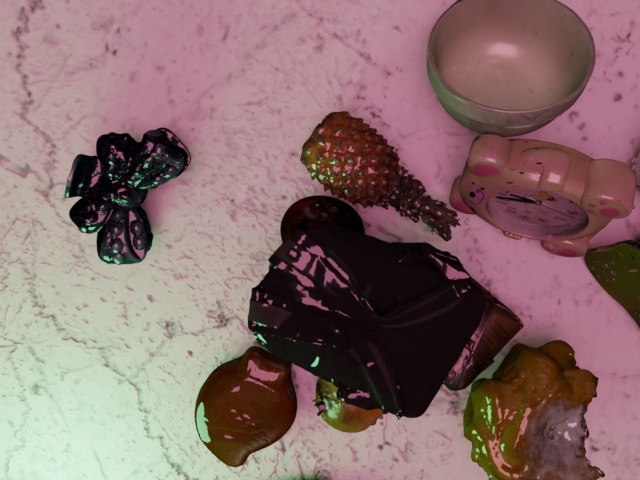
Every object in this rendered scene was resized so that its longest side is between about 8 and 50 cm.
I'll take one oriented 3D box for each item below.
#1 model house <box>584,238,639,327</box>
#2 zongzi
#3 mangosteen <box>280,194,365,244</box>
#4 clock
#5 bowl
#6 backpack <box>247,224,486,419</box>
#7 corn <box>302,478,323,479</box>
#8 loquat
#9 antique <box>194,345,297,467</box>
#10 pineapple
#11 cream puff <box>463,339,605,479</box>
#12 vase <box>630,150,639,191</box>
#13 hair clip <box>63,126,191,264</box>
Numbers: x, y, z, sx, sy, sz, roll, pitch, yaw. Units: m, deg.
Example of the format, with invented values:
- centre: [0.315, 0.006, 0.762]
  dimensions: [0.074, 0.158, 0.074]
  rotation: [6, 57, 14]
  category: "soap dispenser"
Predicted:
- centre: [0.725, 0.081, 1.383]
  dimensions: [0.154, 0.207, 0.294]
  rotation: [-41, 90, -13]
  category: "model house"
- centre: [0.284, 0.180, 1.444]
  dimensions: [0.242, 0.112, 0.221]
  rotation: [43, 81, 0]
  category: "zongzi"
- centre: [0.000, 0.000, 1.429]
  dimensions: [0.200, 0.200, 0.199]
  rotation: [1, 100, 4]
  category: "mangosteen"
- centre: [0.427, -0.091, 1.324]
  dimensions: [0.310, 0.284, 0.114]
  rotation: [17, 69, 5]
  category: "clock"
- centre: [0.359, -0.324, 1.301]
  dimensions: [0.308, 0.163, 0.307]
  rotation: [-3, 60, 4]
  category: "bowl"
- centre: [0.077, 0.144, 1.283]
  dimensions: [0.446, 0.255, 0.363]
  rotation: [21, 102, -16]
  category: "backpack"
- centre: [-0.107, 0.629, 1.580]
  dimensions: [0.293, 0.106, 0.106]
  rotation: [-15, 99, 4]
  category: "corn"
- centre: [0.080, 0.341, 1.486]
  dimensions: [0.205, 0.149, 0.172]
  rotation: [0, 100, -13]
  category: "loquat"
- centre: [-0.165, 0.373, 1.518]
  dimensions: [0.224, 0.129, 0.278]
  rotation: [20, 101, 1]
  category: "antique"
- centre: [0.131, -0.118, 1.388]
  dimensions: [0.361, 0.175, 0.175]
  rotation: [37, 101, -2]
  category: "pineapple"
- centre: [0.418, 0.374, 1.398]
  dimensions: [0.275, 0.270, 0.323]
  rotation: [-1, 93, -14]
  category: "cream puff"
- centre: [0.860, -0.098, 1.308]
  dimensions: [0.446, 0.250, 0.249]
  rotation: [25, 101, -5]
  category: "vase"
- centre: [-0.424, -0.109, 1.428]
  dimensions: [0.206, 0.194, 0.310]
  rotation: [24, 100, -7]
  category: "hair clip"
